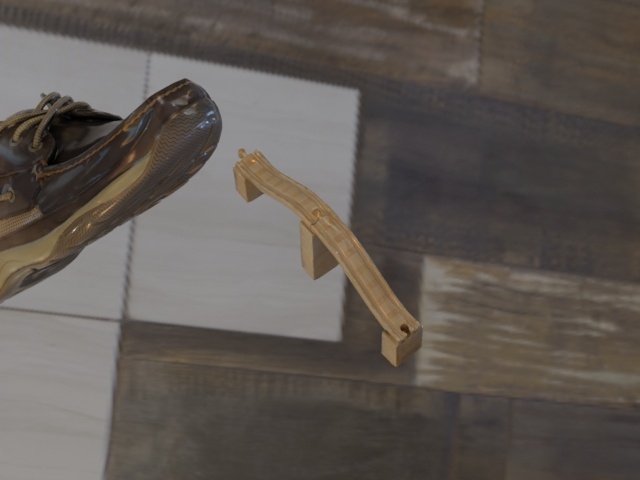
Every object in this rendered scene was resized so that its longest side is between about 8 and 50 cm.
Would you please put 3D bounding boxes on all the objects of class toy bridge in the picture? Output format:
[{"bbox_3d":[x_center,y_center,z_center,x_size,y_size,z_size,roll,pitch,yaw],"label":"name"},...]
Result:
[{"bbox_3d":[0.000,0.000,0.930,0.026,0.063,0.188,-34,63,-17],"label":"toy bridge"}]

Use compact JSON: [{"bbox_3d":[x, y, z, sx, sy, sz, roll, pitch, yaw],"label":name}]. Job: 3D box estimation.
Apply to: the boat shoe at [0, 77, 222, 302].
[{"bbox_3d":[-0.225,-0.049,1.133,0.130,0.355,0.132,58,39,-2],"label":"boat shoe"}]
